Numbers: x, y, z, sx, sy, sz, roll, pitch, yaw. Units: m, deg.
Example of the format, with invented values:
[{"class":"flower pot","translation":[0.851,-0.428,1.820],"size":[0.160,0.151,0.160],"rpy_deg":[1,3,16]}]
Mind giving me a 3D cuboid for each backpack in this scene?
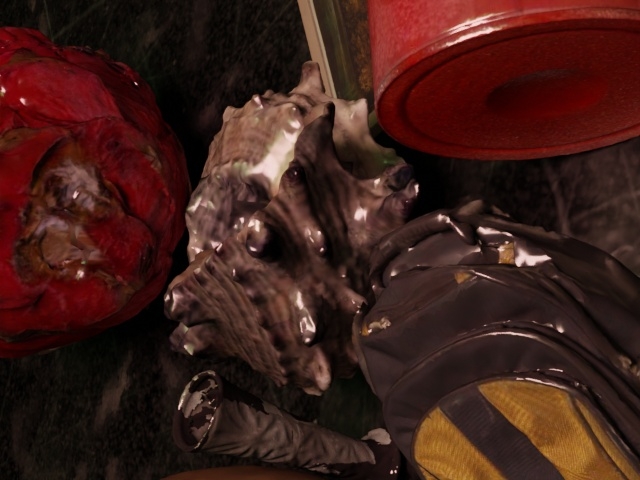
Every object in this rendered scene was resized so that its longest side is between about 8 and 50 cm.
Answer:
[{"class":"backpack","translation":[0.128,0.089,0.645],"size":[0.206,0.258,0.133],"rpy_deg":[-40,9,42]}]

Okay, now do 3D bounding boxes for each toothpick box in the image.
[{"class":"toothpick box","translation":[0.121,-0.240,0.731],"size":[0.204,0.204,0.333],"rpy_deg":[-21,66,46]}]

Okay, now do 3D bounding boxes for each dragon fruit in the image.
[{"class":"dragon fruit","translation":[-0.275,-0.043,1.085],"size":[0.329,0.329,0.329],"rpy_deg":[-15,70,48]}]

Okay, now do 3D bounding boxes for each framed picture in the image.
[{"class":"framed picture","translation":[0.047,-0.215,0.961],"size":[0.184,0.016,0.250],"rpy_deg":[-37,55,40]}]

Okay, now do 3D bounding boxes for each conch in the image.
[{"class":"conch","translation":[-0.008,-0.010,0.821],"size":[0.313,0.186,0.241],"rpy_deg":[171,101,-89]}]

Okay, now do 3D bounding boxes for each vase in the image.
[{"class":"vase","translation":[-0.021,0.144,0.835],"size":[0.059,0.167,0.059],"rpy_deg":[-35,43,41]}]

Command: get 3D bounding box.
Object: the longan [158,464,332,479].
[{"class":"longan","translation":[-0.046,0.286,0.750],"size":[0.297,0.297,0.297],"rpy_deg":[-15,70,48]}]
